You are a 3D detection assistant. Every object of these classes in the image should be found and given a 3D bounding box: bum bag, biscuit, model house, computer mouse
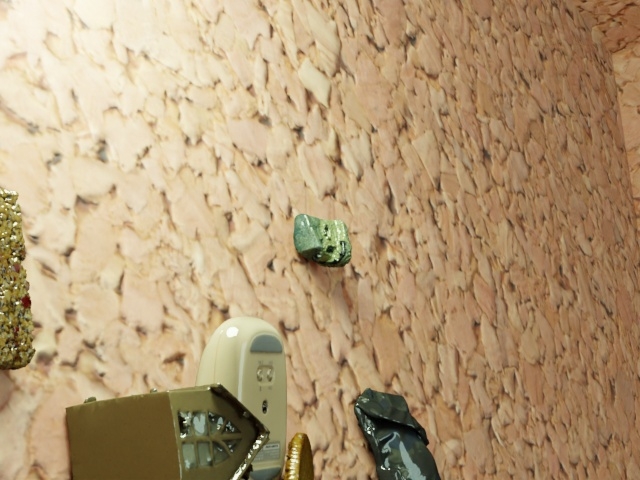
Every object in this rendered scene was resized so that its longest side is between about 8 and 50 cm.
[{"bbox_3d":[0.140,0.377,1.782,0.137,0.074,0.310,-13,82,-48],"label":"bum bag"},{"bbox_3d":[-0.027,0.327,1.505,0.206,0.025,0.126,81,9,-52],"label":"biscuit"},{"bbox_3d":[0.000,0.000,1.741,0.083,0.066,0.078,20,57,-53],"label":"model house"},{"bbox_3d":[-0.134,0.252,1.269,0.248,0.181,0.176,7,72,-52],"label":"model house"},{"bbox_3d":[-0.103,0.215,1.438,0.145,0.082,0.236,8,81,-61],"label":"computer mouse"},{"bbox_3d":[-0.340,0.039,1.182,0.064,0.034,0.199,12,66,-58],"label":"biscuit"}]
